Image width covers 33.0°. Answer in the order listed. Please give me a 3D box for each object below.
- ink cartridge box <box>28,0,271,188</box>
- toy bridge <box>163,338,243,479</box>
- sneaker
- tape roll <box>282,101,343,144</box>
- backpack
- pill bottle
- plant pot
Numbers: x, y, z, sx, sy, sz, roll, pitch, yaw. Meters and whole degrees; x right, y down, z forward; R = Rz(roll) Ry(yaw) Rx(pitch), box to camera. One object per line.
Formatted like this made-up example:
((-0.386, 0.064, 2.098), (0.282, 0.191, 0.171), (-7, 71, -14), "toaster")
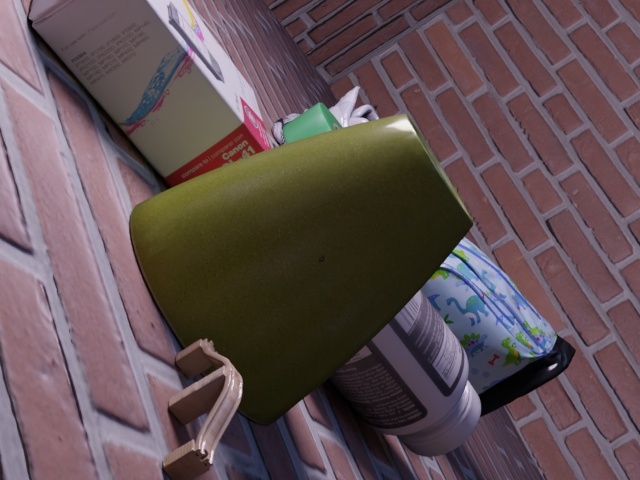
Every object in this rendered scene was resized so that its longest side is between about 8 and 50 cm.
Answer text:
((-0.199, -0.216, 1.312), (0.306, 0.131, 0.226), (54, 10, -32), "ink cartridge box")
((-0.097, 0.131, 0.917), (0.026, 0.063, 0.188), (54, 11, -21), "toy bridge")
((0.021, -0.215, 2.199), (0.137, 0.210, 0.366), (55, 10, -18), "sneaker")
((0.056, -0.072, 1.764), (0.321, 0.077, 0.321), (56, 8, -12), "tape roll")
((0.236, 0.146, 1.950), (0.356, 0.290, 0.273), (60, 27, 4), "backpack")
((0.095, 0.156, 1.486), (0.318, 0.176, 0.176), (52, 11, -32), "pill bottle")
((0.000, 0.000, 1.135), (0.275, 0.293, 0.275), (55, 10, -14), "plant pot")
